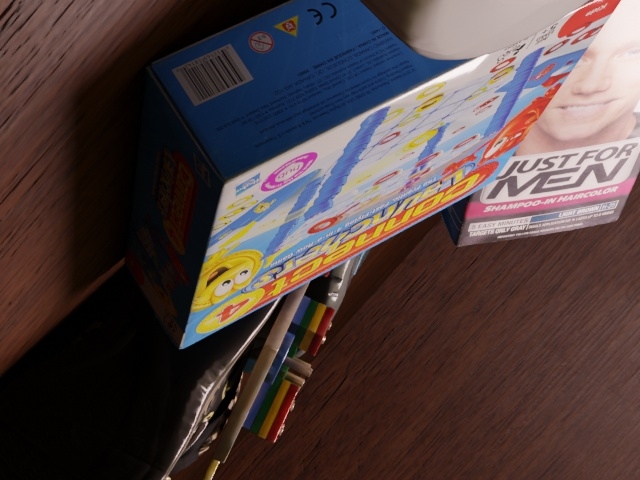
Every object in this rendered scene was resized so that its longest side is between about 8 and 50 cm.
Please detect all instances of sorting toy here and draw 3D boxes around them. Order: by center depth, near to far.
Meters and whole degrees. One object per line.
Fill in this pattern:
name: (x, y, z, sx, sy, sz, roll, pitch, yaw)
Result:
sorting toy: (-0.038, 0.120, 1.144, 0.132, 0.046, 0.274, -64, 180, -60)

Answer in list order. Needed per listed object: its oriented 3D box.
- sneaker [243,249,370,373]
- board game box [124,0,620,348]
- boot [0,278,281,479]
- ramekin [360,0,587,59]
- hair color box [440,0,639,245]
sneaker: (0.000, 0.000, 1.296, 0.341, 0.125, 0.139, -50, 177, 31)
board game box: (0.024, -0.074, 0.914, 0.308, 0.086, 0.302, -28, 165, -20)
boot: (-0.169, 0.155, 1.114, 0.377, 0.138, 0.284, -53, 175, -24)
ramekin: (0.101, -0.208, 0.594, 0.277, 0.135, 0.277, -36, 167, -9)
hair color box: (0.207, -0.147, 1.139, 0.174, 0.105, 0.347, -9, 144, -14)
